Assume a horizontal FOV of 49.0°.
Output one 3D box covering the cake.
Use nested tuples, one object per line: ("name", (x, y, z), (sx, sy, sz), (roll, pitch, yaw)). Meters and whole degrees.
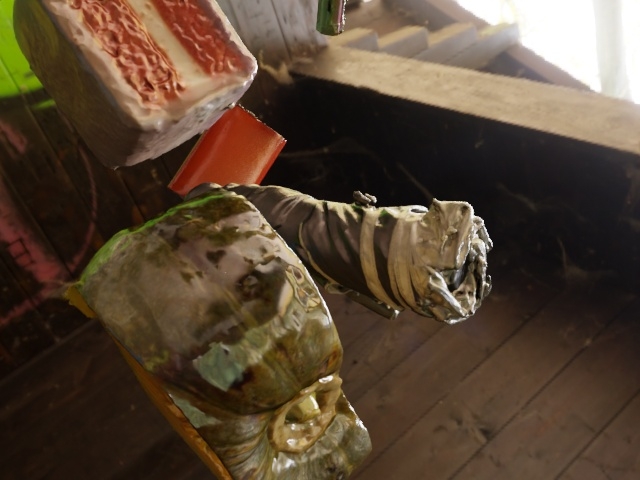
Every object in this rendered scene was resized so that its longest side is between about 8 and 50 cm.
("cake", (-0.272, -0.280, 1.020), (0.237, 0.308, 0.230), (-37, -176, -27))

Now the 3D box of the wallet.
("wallet", (-0.172, -0.142, 1.310), (0.204, 0.142, 0.045), (-59, -162, -9))

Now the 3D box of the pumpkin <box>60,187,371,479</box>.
("pumpkin", (-0.079, 0.099, 0.588), (0.139, 0.317, 0.222), (-41, -130, -18))

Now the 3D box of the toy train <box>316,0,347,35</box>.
("toy train", (0.020, -0.335, 0.885), (0.038, 0.147, 0.070), (9, -127, 2))

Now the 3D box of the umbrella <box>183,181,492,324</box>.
("umbrella", (0.003, -0.004, 0.722), (0.358, 0.106, 0.113), (14, -104, 35))
